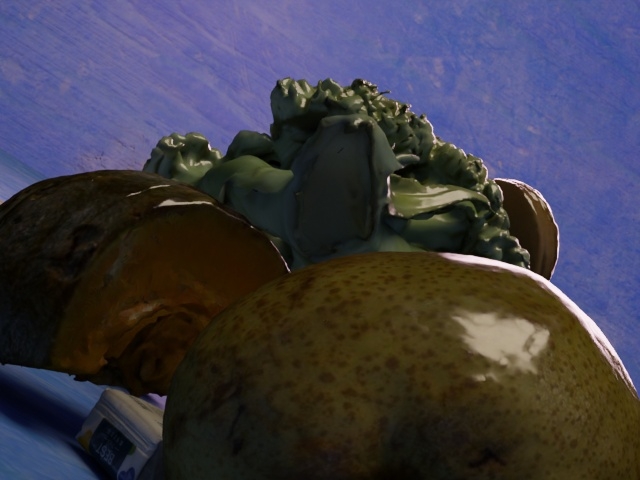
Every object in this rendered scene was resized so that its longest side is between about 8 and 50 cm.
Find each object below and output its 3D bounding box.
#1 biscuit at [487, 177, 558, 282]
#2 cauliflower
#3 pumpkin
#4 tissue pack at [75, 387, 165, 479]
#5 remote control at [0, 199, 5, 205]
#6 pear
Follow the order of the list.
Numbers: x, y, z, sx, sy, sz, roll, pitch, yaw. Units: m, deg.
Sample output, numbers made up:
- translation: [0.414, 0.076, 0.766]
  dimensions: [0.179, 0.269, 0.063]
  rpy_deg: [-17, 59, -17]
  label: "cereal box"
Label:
- translation: [0.103, 0.093, 1.400]
  dimensions: [0.197, 0.302, 0.049]
  rpy_deg: [28, 14, 35]
  label: "biscuit"
- translation: [-0.001, 0.017, 1.274]
  dimensions: [0.327, 0.260, 0.281]
  rpy_deg: [21, 12, 17]
  label: "cauliflower"
- translation: [-0.078, 0.031, 1.010]
  dimensions: [0.248, 0.126, 0.131]
  rpy_deg: [17, -13, -38]
  label: "pumpkin"
- translation: [-0.085, 0.116, 0.925]
  dimensions: [0.062, 0.042, 0.083]
  rpy_deg: [30, 0, -32]
  label: "tissue pack"
- translation: [-0.216, 0.027, 1.347]
  dimensions: [0.277, 0.055, 0.103]
  rpy_deg: [31, -1, 35]
  label: "remote control"
- translation: [0.041, 0.102, 0.807]
  dimensions: [0.228, 0.188, 0.211]
  rpy_deg: [2, 18, 7]
  label: "pear"
